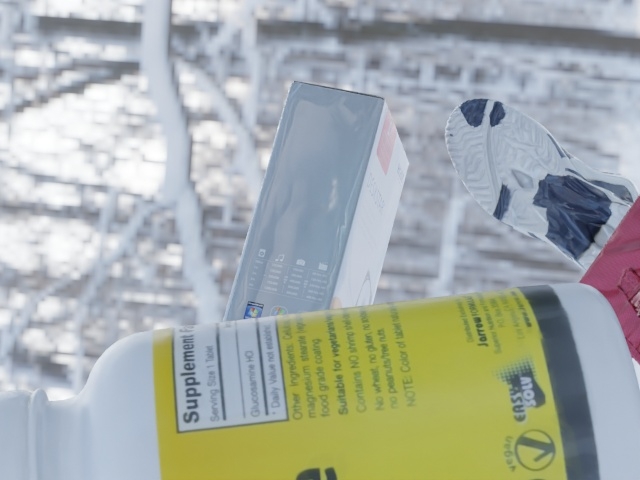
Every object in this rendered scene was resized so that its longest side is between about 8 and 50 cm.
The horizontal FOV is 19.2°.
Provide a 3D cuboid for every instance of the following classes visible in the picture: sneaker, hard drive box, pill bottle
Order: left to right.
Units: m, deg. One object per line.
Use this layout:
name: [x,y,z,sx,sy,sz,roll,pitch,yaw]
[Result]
pill bottle: [-0.010,0.131,0.960,0.188,0.333,0.188,173,90,-88]
hard drive box: [0.000,0.000,1.692,0.181,0.089,0.232,58,-135,-71]
sneaker: [0.223,-0.041,1.744,0.094,0.235,0.153,-59,-14,6]

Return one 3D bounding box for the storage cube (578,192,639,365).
storage cube: [0.340,0.032,1.377,0.193,0.215,0.184,-57,37,16]
